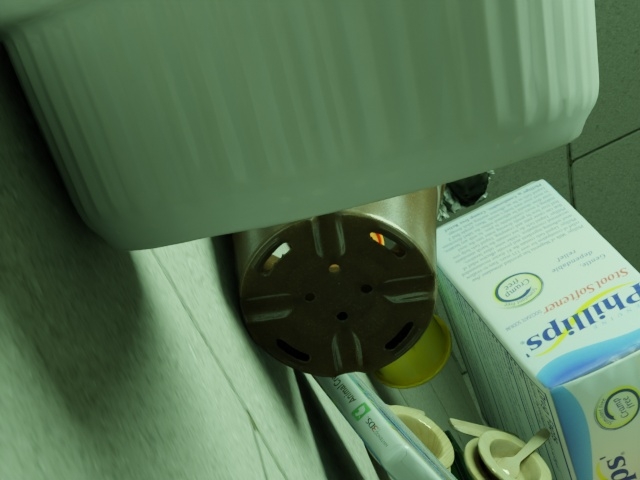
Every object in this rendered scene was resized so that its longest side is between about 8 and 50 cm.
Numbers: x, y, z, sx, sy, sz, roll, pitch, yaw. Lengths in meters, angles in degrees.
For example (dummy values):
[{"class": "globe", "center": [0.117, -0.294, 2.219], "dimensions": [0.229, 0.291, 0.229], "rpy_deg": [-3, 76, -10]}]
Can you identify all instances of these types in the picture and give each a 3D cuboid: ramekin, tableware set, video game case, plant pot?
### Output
[{"class": "ramekin", "center": [-0.003, -0.082, 0.725], "dimensions": [0.273, 0.273, 0.127], "rpy_deg": [-74, 151, -83]}, {"class": "tableware set", "center": [0.125, 0.183, 1.426], "dimensions": [0.194, 0.039, 0.128], "rpy_deg": [17, 31, -29]}, {"class": "video game case", "center": [0.075, 0.168, 1.176], "dimensions": [0.212, 0.023, 0.193], "rpy_deg": [48, -1, -30]}, {"class": "plant pot", "center": [0.008, -0.005, 1.101], "dimensions": [0.165, 0.167, 0.167], "rpy_deg": [-92, 157, -58]}]

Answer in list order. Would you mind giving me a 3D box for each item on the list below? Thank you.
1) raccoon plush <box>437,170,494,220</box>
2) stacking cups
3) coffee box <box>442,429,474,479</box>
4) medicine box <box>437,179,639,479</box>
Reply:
[{"class": "raccoon plush", "center": [0.052, -0.194, 1.976], "dimensions": [0.446, 0.216, 0.299], "rpy_deg": [-110, -176, -72]}, {"class": "stacking cups", "center": [0.040, 0.035, 1.624], "dimensions": [0.316, 0.096, 0.096], "rpy_deg": [56, 9, -51]}, {"class": "coffee box", "center": [0.177, 0.312, 1.971], "dimensions": [0.113, 0.040, 0.184], "rpy_deg": [68, 6, 33]}, {"class": "medicine box", "center": [0.248, 0.131, 1.636], "dimensions": [0.289, 0.149, 0.263], "rpy_deg": [53, -12, 53]}]
